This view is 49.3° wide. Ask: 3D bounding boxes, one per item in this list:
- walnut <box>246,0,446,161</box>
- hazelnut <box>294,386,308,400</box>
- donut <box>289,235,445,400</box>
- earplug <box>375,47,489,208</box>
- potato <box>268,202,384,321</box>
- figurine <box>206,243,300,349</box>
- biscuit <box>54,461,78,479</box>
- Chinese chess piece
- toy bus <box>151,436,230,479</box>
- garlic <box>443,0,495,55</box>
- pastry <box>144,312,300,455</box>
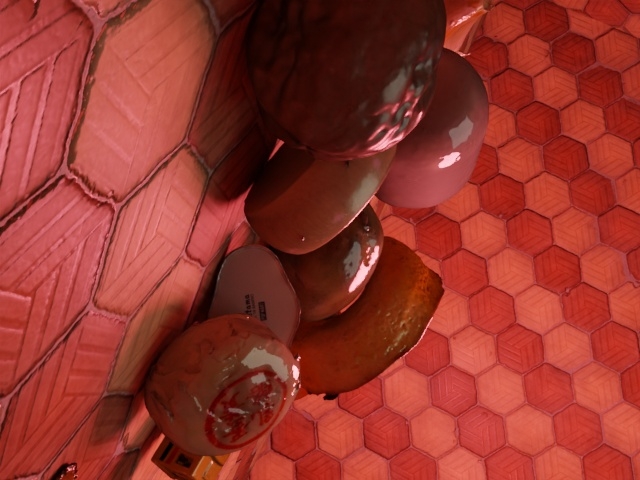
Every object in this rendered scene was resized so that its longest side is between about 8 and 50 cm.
[{"bbox_3d":[0.033,-0.230,0.859,0.273,0.227,0.273,21,90,-80],"label":"walnut"},{"bbox_3d":[-0.103,0.387,2.018,0.210,0.186,0.210,-156,-90,-81],"label":"hazelnut"},{"bbox_3d":[0.080,0.170,1.663,0.435,0.163,0.377,-33,-158,6],"label":"donut"},{"bbox_3d":[0.223,-0.267,1.603,0.312,0.313,0.394,-62,169,-8],"label":"earplug"},{"bbox_3d":[0.000,0.039,1.467,0.243,0.221,0.326,-50,180,-28],"label":"potato"},{"bbox_3d":[-0.131,0.108,1.282,0.141,0.167,0.250,-126,-141,-68],"label":"figurine"},{"bbox_3d":[-0.408,0.439,0.940,0.232,0.013,0.237,-54,168,-48],"label":"biscuit"},{"bbox_3d":[-0.003,-0.102,1.075,0.273,0.102,0.273,-42,-160,20],"label":"Chinese chess piece"},{"bbox_3d":[-0.191,0.310,1.363,0.335,0.123,0.121,-58,149,-27],"label":"toy bus"},{"bbox_3d":[0.388,-0.625,1.996,0.245,0.164,0.145,110,-7,-68],"label":"garlic"},{"bbox_3d":[-0.158,0.235,1.140,0.265,0.133,0.264,-17,124,-27],"label":"pastry"}]
